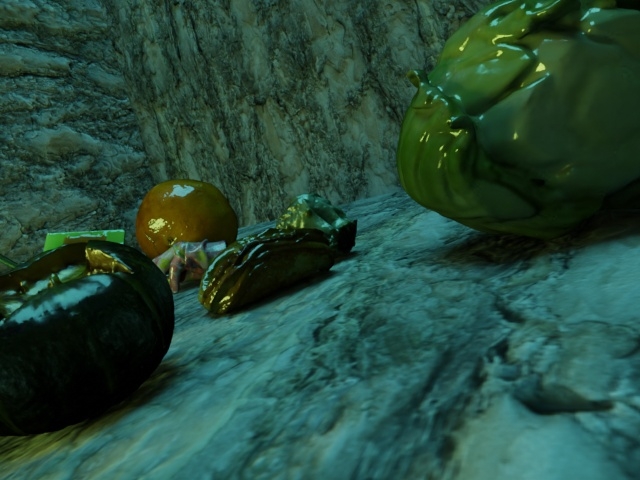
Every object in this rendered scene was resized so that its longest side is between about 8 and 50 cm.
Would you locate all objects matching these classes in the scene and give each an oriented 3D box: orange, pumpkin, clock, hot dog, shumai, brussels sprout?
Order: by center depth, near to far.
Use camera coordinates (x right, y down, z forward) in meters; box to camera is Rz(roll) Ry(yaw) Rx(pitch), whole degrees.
[{"bbox_3d":[-0.273,0.101,0.503,0.237,0.159,0.238,-8,29,4],"label":"pumpkin"},{"bbox_3d":[0.329,-0.184,0.721,0.424,0.343,0.361,-4,14,-1],"label":"brussels sprout"},{"bbox_3d":[-0.103,0.038,0.827,0.258,0.114,0.175,-19,7,-37],"label":"hot dog"},{"bbox_3d":[-0.004,0.005,0.997,0.184,0.184,0.142,-18,37,-27],"label":"shumai"},{"bbox_3d":[-0.374,-0.035,1.307,0.283,0.284,0.226,-13,20,14],"label":"orange"},{"bbox_3d":[-0.680,0.075,1.432,0.219,0.106,0.255,-3,-25,-5],"label":"clock"}]

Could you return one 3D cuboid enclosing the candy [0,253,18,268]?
[{"bbox_3d":[-0.764,0.104,1.249,0.096,0.097,0.323,-14,-28,3],"label":"candy"}]

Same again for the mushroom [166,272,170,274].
[{"bbox_3d":[-0.493,0.069,1.512,0.122,0.095,0.351,-31,1,15],"label":"mushroom"}]

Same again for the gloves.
[{"bbox_3d":[-0.350,0.062,1.157,0.241,0.126,0.145,-8,11,-8],"label":"gloves"}]
